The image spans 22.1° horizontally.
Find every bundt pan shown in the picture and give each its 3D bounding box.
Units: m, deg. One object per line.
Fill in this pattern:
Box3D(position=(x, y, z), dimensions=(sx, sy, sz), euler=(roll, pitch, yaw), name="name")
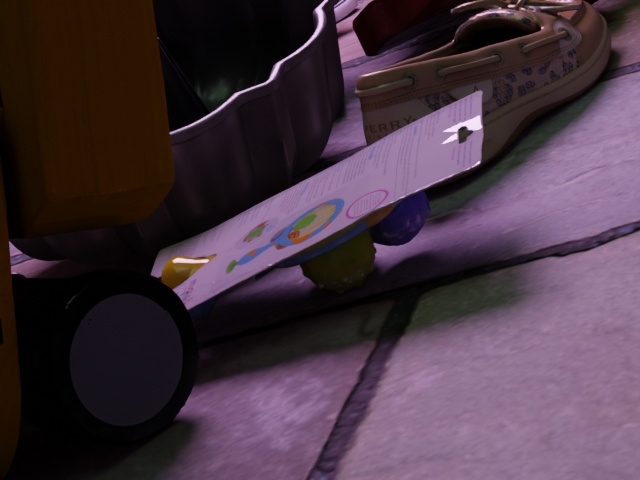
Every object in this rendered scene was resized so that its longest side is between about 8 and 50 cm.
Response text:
Box3D(position=(-0.131, -0.094, 1.250), dimensions=(0.331, 0.124, 0.331), euler=(-13, 32, 8), name="bundt pan")

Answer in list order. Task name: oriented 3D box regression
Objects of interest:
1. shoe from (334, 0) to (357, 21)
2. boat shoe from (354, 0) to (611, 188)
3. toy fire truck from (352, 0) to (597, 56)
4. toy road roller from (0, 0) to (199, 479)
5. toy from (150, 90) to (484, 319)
Box3D(position=(-0.048, -0.263, 1.833), dimensions=(0.178, 0.081, 0.063), euler=(-26, 17, -11), name="shoe")
Box3D(position=(0.122, -0.127, 1.163), dimensions=(0.105, 0.089, 0.285), euler=(-11, 20, 37), name="boat shoe")
Box3D(position=(0.189, -0.271, 1.449), dimensions=(0.302, 0.169, 0.254), euler=(-28, -1, -22), name="toy fire truck")
Box3D(position=(-0.222, -0.022, 0.873), dimensions=(0.241, 0.329, 0.202), euler=(-7, 4, -40), name="toy road roller")
Box3D(position=(0.000, 0.000, 0.984), dimensions=(0.237, 0.056, 0.137), euler=(-23, 19, 15), name="toy")
